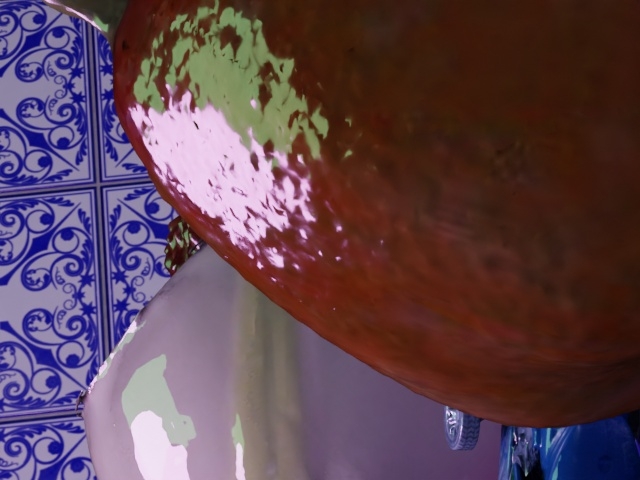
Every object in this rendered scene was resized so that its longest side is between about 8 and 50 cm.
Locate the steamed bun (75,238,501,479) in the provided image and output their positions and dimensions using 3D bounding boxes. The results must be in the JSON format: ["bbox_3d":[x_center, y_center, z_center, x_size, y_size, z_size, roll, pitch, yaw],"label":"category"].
[{"bbox_3d":[0.031,0.121,1.003,0.309,0.309,0.309,174,90,-88],"label":"steamed bun"}]

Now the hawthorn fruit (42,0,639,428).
[{"bbox_3d":[0.029,-0.050,0.494,0.199,0.251,0.200,12,-90,-86],"label":"hawthorn fruit"}]

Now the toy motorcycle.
[{"bbox_3d":[0.118,0.097,0.769,0.135,0.092,0.255,173,101,-79],"label":"toy motorcycle"}]

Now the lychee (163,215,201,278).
[{"bbox_3d":[0.000,0.000,1.308,0.300,0.264,0.264,59,174,8],"label":"lychee"}]
